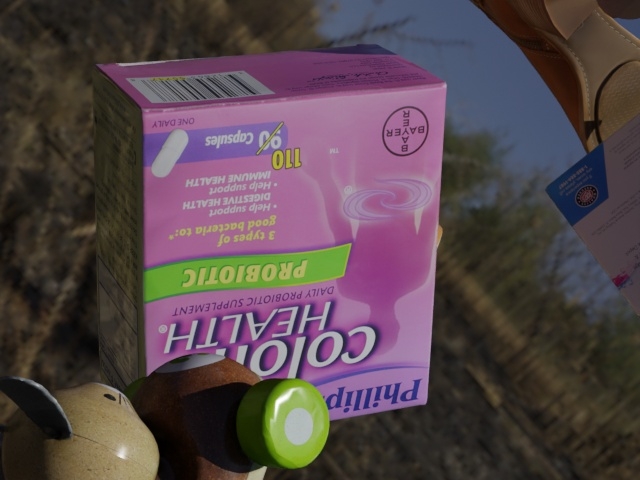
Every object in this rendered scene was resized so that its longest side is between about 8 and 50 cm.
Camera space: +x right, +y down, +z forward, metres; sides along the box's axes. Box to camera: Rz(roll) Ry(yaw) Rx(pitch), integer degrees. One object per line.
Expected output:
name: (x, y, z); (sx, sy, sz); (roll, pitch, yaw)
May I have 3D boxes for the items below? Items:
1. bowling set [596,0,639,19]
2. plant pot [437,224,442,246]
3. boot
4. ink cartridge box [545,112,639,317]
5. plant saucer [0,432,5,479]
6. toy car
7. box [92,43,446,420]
bowling set: (0.193, -0.280, 0.878); (0.200, 0.154, 0.287); (21, -26, -18)
plant pot: (0.000, 0.000, 1.318); (0.188, 0.205, 0.205); (27, 0, -1)
boot: (0.232, -0.198, 1.472); (0.283, 0.109, 0.220); (49, -2, -33)
ink cartridge box: (0.333, 0.003, 1.335); (0.231, 0.134, 0.078); (56, 19, 15)
plant saucer: (-0.393, 0.303, 1.641); (0.198, 0.198, 0.036); (49, -19, 17)
toy car: (-0.122, 0.109, 0.816); (0.188, 0.149, 0.155); (34, -25, -33)
box: (-0.038, 0.000, 1.004); (0.117, 0.213, 0.243); (-138, -134, -58)
